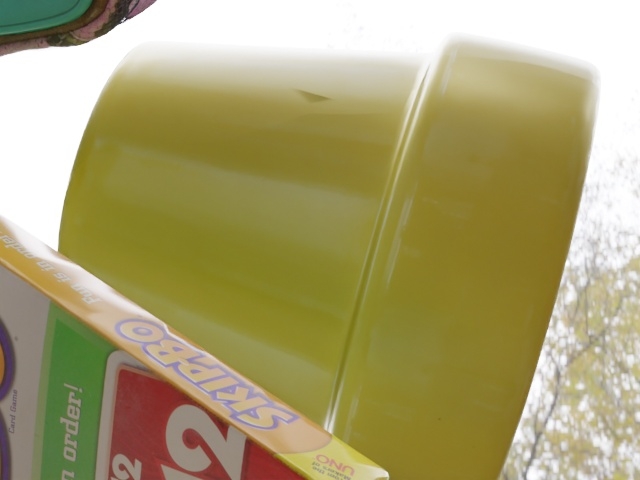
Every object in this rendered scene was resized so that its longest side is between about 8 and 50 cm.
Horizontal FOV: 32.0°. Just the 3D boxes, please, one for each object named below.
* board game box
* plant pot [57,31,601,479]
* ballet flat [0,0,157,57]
[{"bbox_3d":[-0.107,0.066,0.392,0.259,0.039,0.124,31,-69,28],"label":"board game box"},{"bbox_3d":[0.000,0.000,0.605,0.239,0.254,0.254,15,-63,6],"label":"plant pot"},{"bbox_3d":[-0.160,-0.108,0.501,0.221,0.079,0.077,-2,-85,27],"label":"ballet flat"}]
